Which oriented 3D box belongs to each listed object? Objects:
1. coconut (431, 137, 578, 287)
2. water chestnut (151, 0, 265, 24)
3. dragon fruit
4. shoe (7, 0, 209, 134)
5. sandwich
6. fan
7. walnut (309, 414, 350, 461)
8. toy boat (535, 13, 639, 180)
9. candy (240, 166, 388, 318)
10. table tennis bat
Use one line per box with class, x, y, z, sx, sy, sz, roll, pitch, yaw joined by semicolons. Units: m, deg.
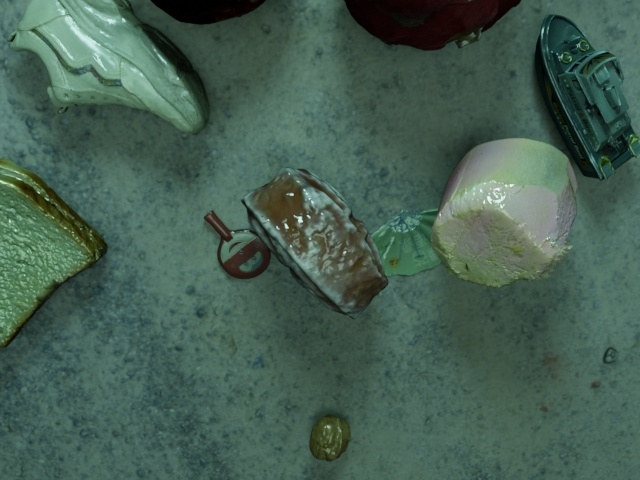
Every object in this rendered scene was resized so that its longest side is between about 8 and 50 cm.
coconut;0.319;-0.052;1.134;0.233;0.245;0.233;15;131;18
water chestnut;-0.159;-0.455;0.984;0.289;0.244;0.289;1;106;5
dragon fruit;0.157;-0.436;0.965;0.329;0.329;0.329;-1;108;-2
shoe;-0.348;-0.275;1.093;0.210;0.132;0.342;-42;101;14
sandwich;-0.561;0.021;1.185;0.288;0.099;0.254;-44;111;11
fan;0.179;0.001;1.261;0.240;0.009;0.131;-23;109;4
walnut;0.020;0.398;1.344;0.079;0.082;0.096;11;108;-35
toy boat;0.452;-0.251;1.136;0.114;0.122;0.296;-35;105;-18
candy;0.000;0.000;1.144;0.157;0.214;0.289;-41;105;4
table tennis bat;-0.160;0.007;1.244;0.098;0.019;0.155;-37;108;9
